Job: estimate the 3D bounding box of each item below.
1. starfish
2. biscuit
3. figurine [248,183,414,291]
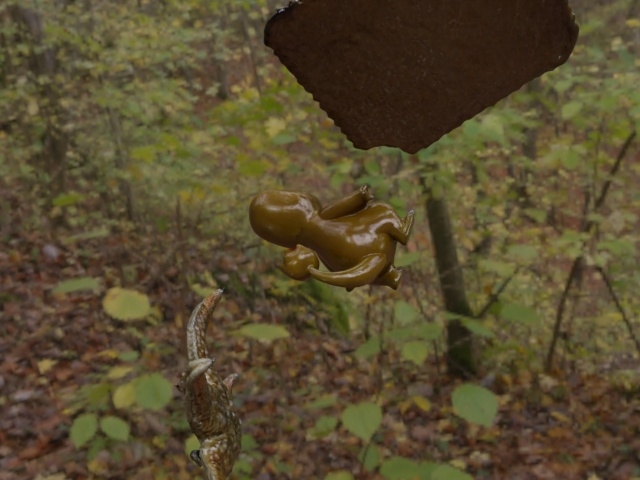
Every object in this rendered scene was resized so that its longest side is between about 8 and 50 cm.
[{"bbox_3d":[-0.096,0.128,0.793,0.050,0.138,0.247,-8,13,-5],"label":"starfish"},{"bbox_3d":[0.097,-0.172,0.783,0.232,0.237,0.013,-32,51,12],"label":"biscuit"},{"bbox_3d":[-0.003,0.001,0.921,0.176,0.121,0.122,22,36,26],"label":"figurine"}]
